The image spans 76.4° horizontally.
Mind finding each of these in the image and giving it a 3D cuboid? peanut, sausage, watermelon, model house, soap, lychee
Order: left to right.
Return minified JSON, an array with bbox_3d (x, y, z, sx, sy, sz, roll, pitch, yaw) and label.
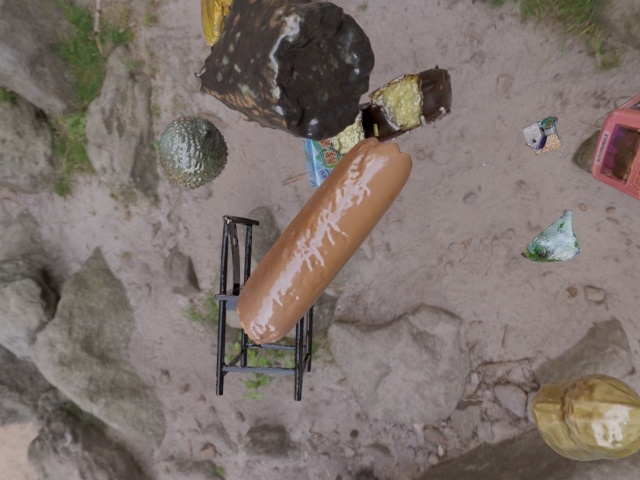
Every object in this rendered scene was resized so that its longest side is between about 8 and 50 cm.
[{"bbox_3d":[-0.473,-0.325,1.510,0.255,0.255,0.274,52,132,6],"label":"lychee"},{"bbox_3d":[-0.001,0.000,0.493,0.086,0.086,0.289,38,95,11],"label":"sausage"},{"bbox_3d":[0.017,-0.314,1.350,0.077,0.156,0.293,29,136,56],"label":"soap"},{"bbox_3d":[0.699,-0.325,1.276,0.087,0.100,0.100,-15,92,47],"label":"model house"},{"bbox_3d":[0.569,0.007,0.999,0.155,0.080,0.101,-40,80,29],"label":"watermelon"},{"bbox_3d":[0.293,0.193,0.451,0.083,0.194,0.093,-44,59,-14],"label":"peanut"}]

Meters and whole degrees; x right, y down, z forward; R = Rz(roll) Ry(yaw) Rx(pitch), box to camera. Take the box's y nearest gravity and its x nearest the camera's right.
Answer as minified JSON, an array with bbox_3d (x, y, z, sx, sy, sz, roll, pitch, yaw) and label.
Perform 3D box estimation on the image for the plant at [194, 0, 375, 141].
[{"bbox_3d":[-0.066,-0.264,0.596,0.276,0.188,0.199,40,110,45],"label":"plant"}]

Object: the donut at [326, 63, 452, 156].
[{"bbox_3d":[0.188,-0.329,1.054,0.345,0.259,0.136,-12,102,43],"label":"donut"}]

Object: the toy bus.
[{"bbox_3d":[0.806,-0.251,0.866,0.233,0.426,0.203,42,155,43],"label":"toy bus"}]

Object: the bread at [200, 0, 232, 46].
[{"bbox_3d":[-0.240,-0.627,1.065,0.132,0.294,0.167,-12,93,-21],"label":"bread"}]

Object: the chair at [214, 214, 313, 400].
[{"bbox_3d":[-0.082,0.092,0.640,0.141,0.154,0.260,2,91,5],"label":"chair"}]
